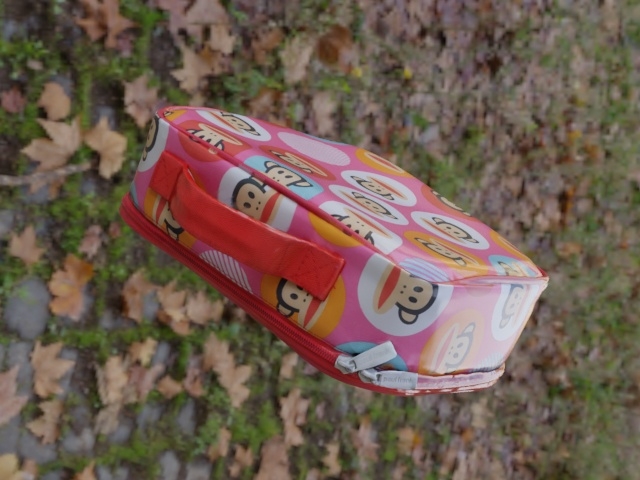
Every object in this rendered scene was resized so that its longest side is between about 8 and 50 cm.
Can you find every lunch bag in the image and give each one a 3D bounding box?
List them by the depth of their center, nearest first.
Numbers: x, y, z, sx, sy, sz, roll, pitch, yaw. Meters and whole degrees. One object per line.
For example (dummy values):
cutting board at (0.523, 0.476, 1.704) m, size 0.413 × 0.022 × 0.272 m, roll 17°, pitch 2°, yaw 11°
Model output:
lunch bag at (0.000, 0.000, 0.796) m, size 0.258 × 0.293 × 0.120 m, roll 6°, pitch 113°, yaw -54°
